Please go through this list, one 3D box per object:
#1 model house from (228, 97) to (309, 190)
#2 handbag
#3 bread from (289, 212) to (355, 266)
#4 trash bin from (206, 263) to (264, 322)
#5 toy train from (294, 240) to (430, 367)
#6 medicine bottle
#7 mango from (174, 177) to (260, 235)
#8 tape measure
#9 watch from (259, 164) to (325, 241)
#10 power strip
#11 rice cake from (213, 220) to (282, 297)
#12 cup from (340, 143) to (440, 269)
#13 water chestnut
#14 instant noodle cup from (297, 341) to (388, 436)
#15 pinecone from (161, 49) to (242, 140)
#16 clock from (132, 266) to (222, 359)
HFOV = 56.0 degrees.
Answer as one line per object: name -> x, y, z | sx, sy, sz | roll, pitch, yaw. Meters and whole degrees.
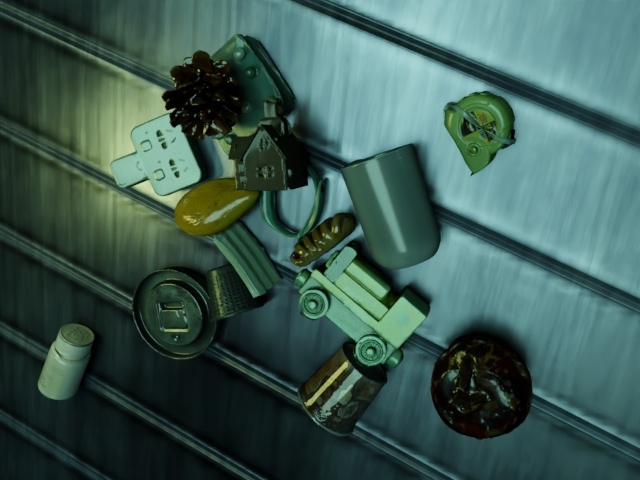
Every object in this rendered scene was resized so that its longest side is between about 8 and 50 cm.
model house -> -0.148, -0.263, 1.652 | 0.205, 0.211, 0.243 | 0, 99, 15
handbag -> -0.245, -0.423, 1.758 | 0.274, 0.100, 0.268 | -32, 93, 22
bread -> 0.000, 0.000, 1.762 | 0.225, 0.134, 0.081 | -36, 88, 20
trash bin -> -0.279, 0.156, 1.889 | 0.175, 0.175, 0.161 | -18, 84, 22
toy train -> 0.119, 0.183, 1.759 | 0.397, 0.160, 0.253 | 40, 105, 5
medicine bottle -> -0.914, 0.437, 2.173 | 0.143, 0.143, 0.258 | 32, 112, 9
mango -> -0.320, -0.105, 1.832 | 0.317, 0.119, 0.176 | -20, 53, 21
tape measure -> 0.416, -0.296, 1.564 | 0.175, 0.106, 0.200 | -31, 90, 37
watch -> -0.086, -0.118, 1.801 | 0.195, 0.068, 0.237 | 4, 101, 15
power strip -> -0.509, -0.252, 1.893 | 0.261, 0.141, 0.229 | -21, 97, 8
rice cake -> -0.224, 0.055, 1.861 | 0.237, 0.127, 0.043 | 53, 134, -1
cup -> 0.196, -0.088, 1.634 | 0.206, 0.205, 0.312 | -16, 98, 22
water chestnut -> 0.429, 0.413, 1.643 | 0.300, 0.300, 0.300 | 4, 104, 18
instant noodle cup -> 0.074, 0.438, 1.811 | 0.217, 0.217, 0.207 | 39, 106, 6
pinecone -> -0.320, -0.382, 1.643 | 0.229, 0.201, 0.202 | 39, 142, -22
clock -> -0.480, 0.242, 2.019 | 0.319, 0.066, 0.318 | 4, 104, 18
